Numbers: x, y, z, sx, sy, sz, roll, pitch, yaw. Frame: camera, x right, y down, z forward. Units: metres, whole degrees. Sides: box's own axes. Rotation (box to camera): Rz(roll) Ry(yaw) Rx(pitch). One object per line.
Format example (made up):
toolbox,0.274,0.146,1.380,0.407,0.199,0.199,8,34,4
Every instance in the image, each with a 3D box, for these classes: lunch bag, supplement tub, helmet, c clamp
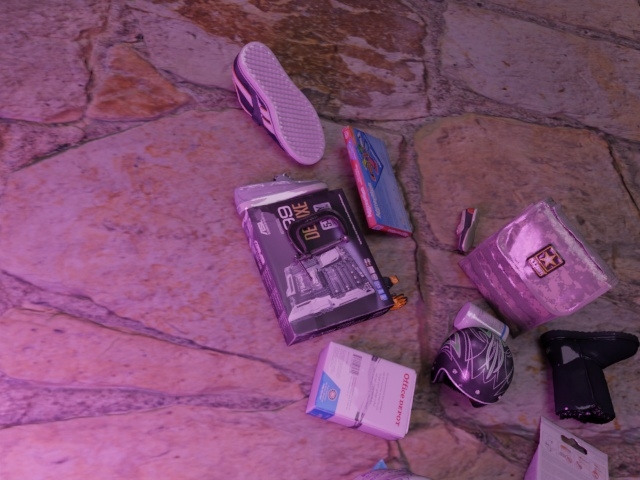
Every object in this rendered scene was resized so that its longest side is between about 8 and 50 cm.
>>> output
lunch bag,0.493,0.060,1.233,0.169,0.287,0.235,-27,75,-28
supplement tub,0.371,0.199,1.246,0.107,0.071,0.071,32,58,2
helmet,0.325,0.265,1.142,0.169,0.161,0.169,8,61,-14
c clamp,0.000,0.000,1.173,0.160,0.022,0.137,-30,70,-26

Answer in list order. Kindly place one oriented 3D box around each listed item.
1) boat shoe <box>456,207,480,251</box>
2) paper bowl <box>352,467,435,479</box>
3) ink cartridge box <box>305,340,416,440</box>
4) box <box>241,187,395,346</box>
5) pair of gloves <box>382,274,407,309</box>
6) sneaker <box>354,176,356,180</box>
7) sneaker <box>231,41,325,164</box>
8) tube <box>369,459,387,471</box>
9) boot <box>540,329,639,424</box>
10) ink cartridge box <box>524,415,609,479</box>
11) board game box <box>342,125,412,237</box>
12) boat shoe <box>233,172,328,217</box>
boat shoe,0.372,-0.028,1.385,0.043,0.049,0.137,3,54,33
paper bowl,0.110,0.536,0.909,0.284,0.148,0.284,9,74,-32
ink cartridge box,0.082,0.305,1.090,0.190,0.082,0.140,21,59,-8
box,-0.010,0.050,1.199,0.242,0.076,0.307,-13,68,-23
pair of gloves,0.162,0.121,1.255,0.074,0.010,0.083,-17,69,-25
sneaker,0.112,-0.149,1.367,0.031,0.037,0.083,-11,65,-21
sneaker,-0.106,-0.330,1.354,0.126,0.127,0.321,-36,103,-24
tube,0.061,0.501,1.004,0.207,0.052,0.080,-25,86,-32
boot,0.642,0.319,1.253,0.246,0.094,0.207,4,58,-8
ink cartridge box,0.525,0.517,1.152,0.181,0.056,0.225,31,40,0
board game box,0.140,-0.147,1.346,0.145,0.027,0.281,13,55,-44
boat shoe,-0.092,-0.119,1.260,0.227,0.079,0.081,-15,73,-21
